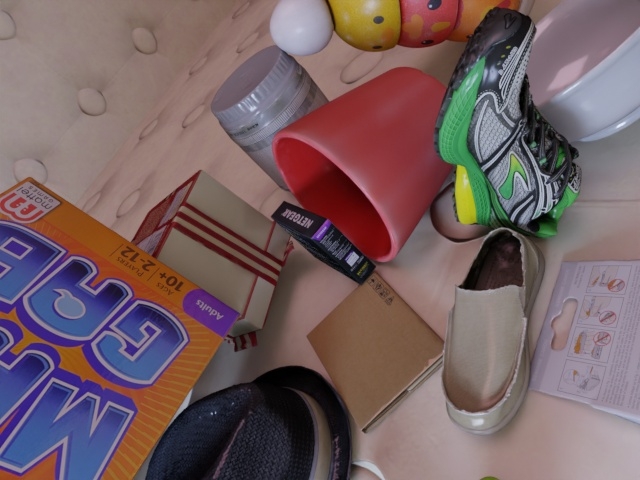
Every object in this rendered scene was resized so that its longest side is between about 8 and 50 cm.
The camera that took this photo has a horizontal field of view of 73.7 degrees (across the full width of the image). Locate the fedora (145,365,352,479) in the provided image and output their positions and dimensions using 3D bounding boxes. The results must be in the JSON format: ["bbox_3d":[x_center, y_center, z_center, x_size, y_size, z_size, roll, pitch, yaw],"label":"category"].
[{"bbox_3d":[-0.123,0.311,0.588,0.334,0.152,0.333,-25,43,25],"label":"fedora"}]

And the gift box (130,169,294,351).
[{"bbox_3d":[-0.207,0.057,0.808,0.277,0.258,0.254,-19,44,43],"label":"gift box"}]

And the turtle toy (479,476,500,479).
[{"bbox_3d":[0.163,0.295,0.404,0.095,0.066,0.130,-13,48,33],"label":"turtle toy"}]

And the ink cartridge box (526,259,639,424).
[{"bbox_3d":[0.347,0.104,0.437,0.225,0.056,0.180,-11,47,62],"label":"ink cartridge box"}]

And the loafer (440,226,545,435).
[{"bbox_3d":[0.203,0.095,0.526,0.102,0.092,0.268,-5,51,44],"label":"loafer"}]

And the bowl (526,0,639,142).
[{"bbox_3d":[0.376,-0.235,0.596,0.298,0.134,0.297,-47,15,16],"label":"bowl"}]

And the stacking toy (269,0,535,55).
[{"bbox_3d":[0.129,-0.485,0.836,0.481,0.350,0.350,-24,40,2],"label":"stacking toy"}]

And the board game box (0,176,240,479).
[{"bbox_3d":[-0.399,0.212,0.605,0.356,0.357,0.356,-51,7,44],"label":"board game box"}]

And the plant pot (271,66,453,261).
[{"bbox_3d":[0.097,-0.143,0.725,0.243,0.274,0.275,-45,36,-15],"label":"plant pot"}]

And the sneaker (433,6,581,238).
[{"bbox_3d":[0.232,-0.116,0.498,0.147,0.343,0.134,20,75,33],"label":"sneaker"}]

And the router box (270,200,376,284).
[{"bbox_3d":[0.000,0.000,0.755,0.046,0.133,0.179,-51,31,-7],"label":"router box"}]

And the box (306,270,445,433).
[{"bbox_3d":[0.077,0.157,0.648,0.164,0.021,0.201,-44,38,3],"label":"box"}]

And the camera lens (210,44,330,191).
[{"bbox_3d":[-0.078,-0.261,0.966,0.220,0.274,0.219,-25,42,25],"label":"camera lens"}]
